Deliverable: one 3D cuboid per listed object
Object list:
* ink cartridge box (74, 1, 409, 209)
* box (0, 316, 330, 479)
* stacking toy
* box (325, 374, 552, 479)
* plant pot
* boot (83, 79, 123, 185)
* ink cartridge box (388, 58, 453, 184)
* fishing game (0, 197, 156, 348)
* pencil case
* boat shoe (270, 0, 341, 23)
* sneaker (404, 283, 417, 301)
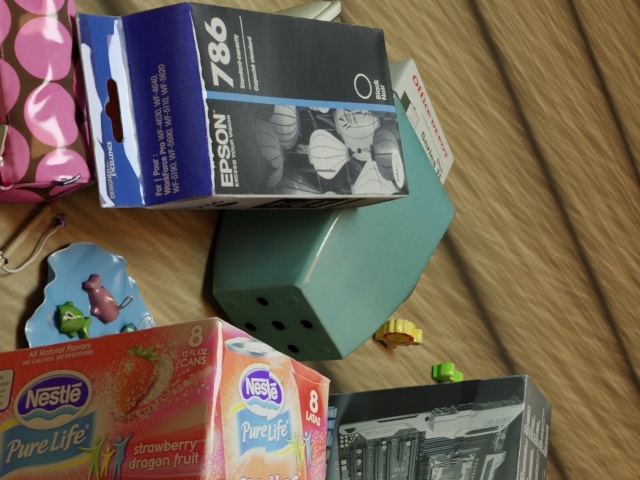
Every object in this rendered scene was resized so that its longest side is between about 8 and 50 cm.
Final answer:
[{"bbox_3d":[-0.055,-0.110,1.288,0.333,0.065,0.165,-4,84,-49],"label":"ink cartridge box"},{"bbox_3d":[-0.156,0.159,1.016,0.142,0.300,0.154,34,52,-51],"label":"box"},{"bbox_3d":[0.126,0.206,1.777,0.221,0.052,0.167,38,50,-52],"label":"stacking toy"},{"bbox_3d":[0.095,0.294,1.496,0.076,0.242,0.307,48,43,-45],"label":"box"},{"bbox_3d":[0.000,0.000,1.503,0.165,0.165,0.234,60,40,-33],"label":"plant pot"},{"bbox_3d":[-0.200,-0.116,1.275,0.084,0.059,0.158,51,28,-37],"label":"boot"},{"bbox_3d":[0.069,-0.090,1.723,0.153,0.087,0.208,64,32,-29],"label":"ink cartridge box"},{"bbox_3d":[-0.181,0.090,1.267,0.264,0.041,0.189,67,29,-23],"label":"fishing game"},{"bbox_3d":[-0.234,-0.135,1.189,0.098,0.095,0.209,-4,83,-48],"label":"pencil case"},{"bbox_3d":[-0.061,-0.155,1.493,0.305,0.109,0.091,-45,122,-49],"label":"boat shoe"},{"bbox_3d":[0.110,0.014,1.797,0.076,0.065,0.166,56,38,-44],"label":"sneaker"}]
